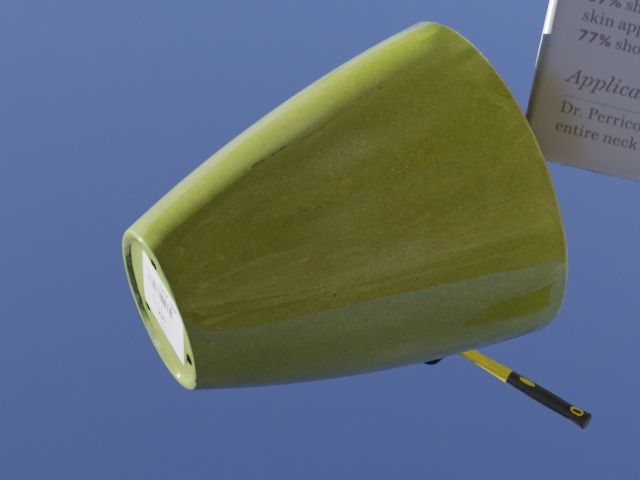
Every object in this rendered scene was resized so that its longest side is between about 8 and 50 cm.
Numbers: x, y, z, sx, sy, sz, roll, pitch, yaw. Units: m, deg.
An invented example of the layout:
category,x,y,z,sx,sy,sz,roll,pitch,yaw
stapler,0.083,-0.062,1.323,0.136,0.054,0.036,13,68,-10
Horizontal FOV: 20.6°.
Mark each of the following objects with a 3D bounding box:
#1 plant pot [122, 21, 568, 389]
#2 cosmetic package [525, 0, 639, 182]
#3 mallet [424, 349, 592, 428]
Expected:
category,x,y,z,sx,sy,sz,roll,pitch,yaw
plant pot,0.000,0.000,1.418,0.293,0.275,0.275,-22,-123,-18
cosmetic package,0.373,-0.264,1.456,0.329,0.394,0.327,15,-154,6
mallet,0.183,0.124,1.724,0.189,0.039,0.062,25,-136,11
